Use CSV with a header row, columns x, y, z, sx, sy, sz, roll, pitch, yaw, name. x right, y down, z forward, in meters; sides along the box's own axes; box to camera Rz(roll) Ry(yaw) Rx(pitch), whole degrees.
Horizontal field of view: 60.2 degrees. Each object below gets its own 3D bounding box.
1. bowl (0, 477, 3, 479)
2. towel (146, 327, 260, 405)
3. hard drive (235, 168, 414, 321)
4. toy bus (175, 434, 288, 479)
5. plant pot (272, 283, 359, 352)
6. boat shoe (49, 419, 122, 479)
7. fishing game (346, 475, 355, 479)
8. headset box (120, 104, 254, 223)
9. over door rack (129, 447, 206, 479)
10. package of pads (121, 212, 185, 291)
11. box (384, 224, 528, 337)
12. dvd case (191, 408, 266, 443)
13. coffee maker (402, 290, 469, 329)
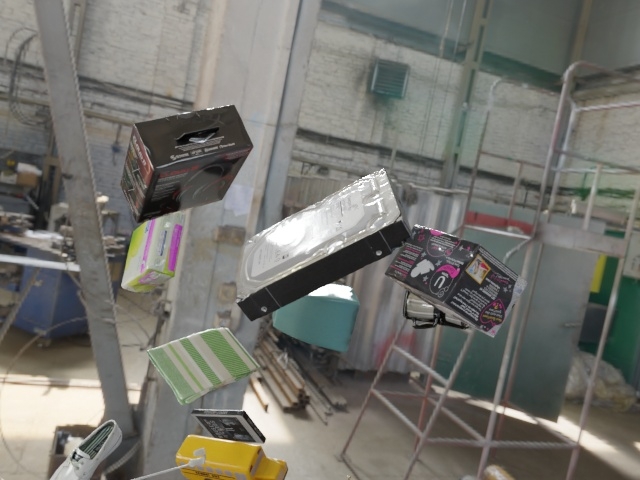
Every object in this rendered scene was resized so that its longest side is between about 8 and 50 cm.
x,y,z,sx,sy,sz,roll,pitch,yaw,name
-0.520,0.430,0.857,0.080,0.169,0.170,-12,8,-7,bowl
-0.407,0.428,1.950,0.325,0.038,0.248,-15,49,-44,towel
0.000,0.000,1.066,0.339,0.064,0.236,-26,27,13,hard drive
-0.277,0.705,1.738,0.333,0.130,0.108,-1,33,23,toy bus
-0.023,0.221,1.699,0.235,0.165,0.165,11,13,-10,plant pot
-0.567,0.518,1.304,0.083,0.075,0.226,19,42,15,boat shoe
0.144,0.811,1.658,0.189,0.263,0.041,21,50,36,fishing game
-0.287,-0.164,1.169,0.218,0.110,0.293,-20,-12,-31,headset box
-0.427,0.724,1.437,0.325,0.108,0.239,-19,47,-6,over door rack
-0.562,0.045,1.854,0.101,0.228,0.297,19,-25,-31,package of pads
0.282,0.083,1.188,0.163,0.142,0.247,34,-2,-24,box
-0.341,0.689,2.052,0.239,0.179,0.029,-9,37,28,dvd case
0.346,0.185,1.593,0.179,0.120,0.171,8,17,24,coffee maker
